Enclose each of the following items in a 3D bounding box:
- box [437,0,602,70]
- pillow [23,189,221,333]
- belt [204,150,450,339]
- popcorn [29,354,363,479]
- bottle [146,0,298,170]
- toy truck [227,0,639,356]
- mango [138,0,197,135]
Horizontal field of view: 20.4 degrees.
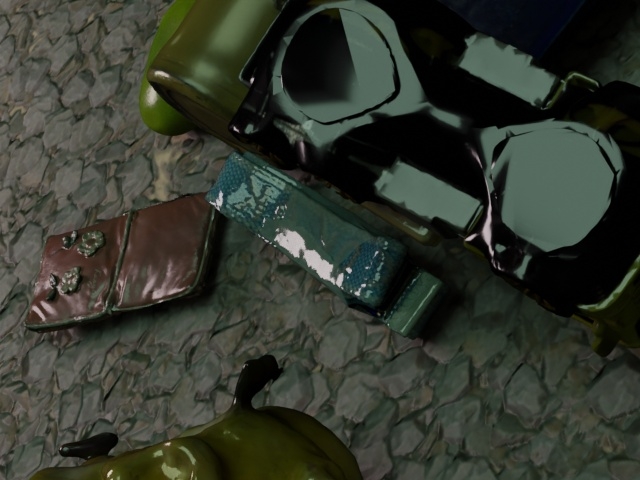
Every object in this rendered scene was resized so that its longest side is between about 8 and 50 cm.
[{"bbox_3d":[0.147,-0.311,1.562,0.279,0.116,0.261,38,91,8],"label":"box"},{"bbox_3d":[-0.197,0.023,1.792,0.232,0.043,0.126,-15,54,32],"label":"pillow"},{"bbox_3d":[0.000,0.000,1.605,0.072,0.087,0.302,-53,43,-4],"label":"belt"},{"bbox_3d":[-0.100,0.253,1.427,0.316,0.297,0.281,129,125,-62],"label":"popcorn"},{"bbox_3d":[-0.004,-0.253,1.713,0.171,0.171,0.351,27,82,46],"label":"bottle"},{"bbox_3d":[0.126,-0.065,1.432,0.405,0.254,0.180,29,87,32],"label":"toy truck"},{"bbox_3d":[-0.127,-0.184,1.830,0.117,0.089,0.163,12,82,57],"label":"mango"}]
